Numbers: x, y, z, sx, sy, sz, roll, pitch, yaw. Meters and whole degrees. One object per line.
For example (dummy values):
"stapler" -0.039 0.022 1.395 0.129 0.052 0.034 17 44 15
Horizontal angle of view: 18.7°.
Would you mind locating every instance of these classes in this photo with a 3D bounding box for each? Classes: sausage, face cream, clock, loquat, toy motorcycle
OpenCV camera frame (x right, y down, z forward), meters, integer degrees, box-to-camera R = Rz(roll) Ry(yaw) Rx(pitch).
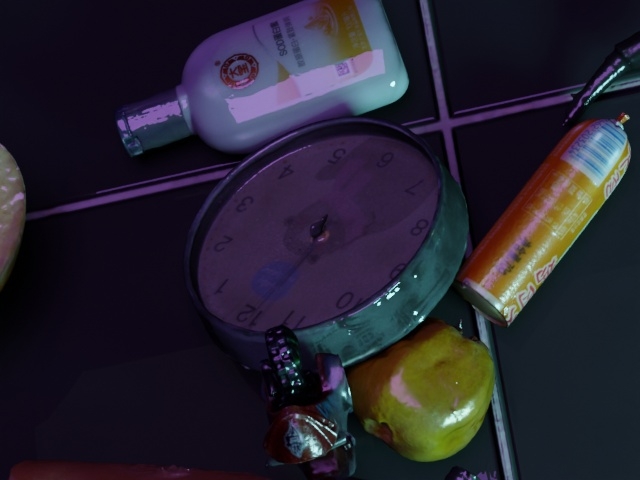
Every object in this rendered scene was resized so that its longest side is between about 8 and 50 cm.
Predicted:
"sausage" -0.145 0.241 1.764 0.326 0.087 0.079 1 94 30
"face cream" -0.063 -0.157 1.943 0.291 0.071 0.144 -19 62 6
"clock" 0.000 0.000 1.819 0.280 0.055 0.281 -16 45 16
"loquat" 0.095 0.132 1.762 0.137 0.113 0.137 -6 53 8
"sausage" 0.218 -0.030 1.822 0.071 0.071 0.234 35 80 24
"toy motorcycle" -0.005 0.167 1.707 0.082 0.213 0.122 -12 54 9

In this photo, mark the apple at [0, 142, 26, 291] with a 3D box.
"apple" -0.433 -0.002 1.916 0.293 0.163 0.251 32 67 10

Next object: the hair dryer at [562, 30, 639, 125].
"hair dryer" 0.389 -0.204 1.863 0.359 0.120 0.304 -41 78 5

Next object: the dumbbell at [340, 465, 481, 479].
"dumbbell" 0.029 0.362 1.638 0.185 0.185 0.388 25 74 22
